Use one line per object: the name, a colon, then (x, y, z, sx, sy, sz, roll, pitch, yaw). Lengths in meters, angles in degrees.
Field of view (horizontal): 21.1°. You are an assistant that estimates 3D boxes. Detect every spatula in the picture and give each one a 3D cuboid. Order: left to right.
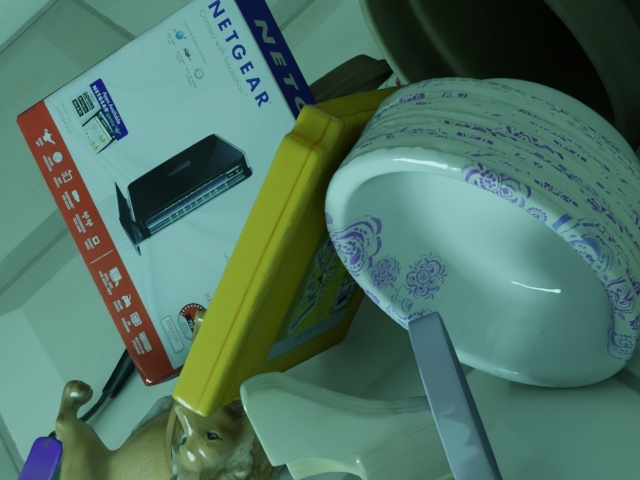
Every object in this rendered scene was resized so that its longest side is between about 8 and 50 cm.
spatula: (-0.264, 0.189, 1.965, 0.296, 0.030, 0.084, -53, 26, -21)

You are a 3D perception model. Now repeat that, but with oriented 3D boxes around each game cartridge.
game cartridge: (0.000, 0.000, 1.564, 0.285, 0.052, 0.323, -66, -14, 17)

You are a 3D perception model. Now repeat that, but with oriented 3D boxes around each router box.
router box: (-0.129, -0.060, 1.841, 0.301, 0.335, 0.082, -31, -8, 23)

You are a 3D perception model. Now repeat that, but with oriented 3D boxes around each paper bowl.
paper bowl: (0.157, -0.020, 1.419, 0.284, 0.284, 0.148, -9, 41, 48)

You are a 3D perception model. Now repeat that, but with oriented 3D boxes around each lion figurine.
lion figurine: (-0.160, 0.214, 1.704, 0.392, 0.142, 0.240, -37, 30, 42)

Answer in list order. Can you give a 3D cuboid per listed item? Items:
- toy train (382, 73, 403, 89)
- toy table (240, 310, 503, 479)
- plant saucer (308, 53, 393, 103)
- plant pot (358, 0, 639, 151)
toy train: (0.114, -0.199, 2.026, 0.125, 0.046, 0.166, -48, 27, -13)
toy table: (0.055, 0.183, 1.335, 0.160, 0.252, 0.274, -21, 18, 4)
plant saucer: (-0.031, -0.130, 1.993, 0.278, 0.041, 0.278, -37, -2, -1)
plant pot: (0.241, -0.257, 1.652, 0.280, 0.323, 0.323, -46, 26, -21)
